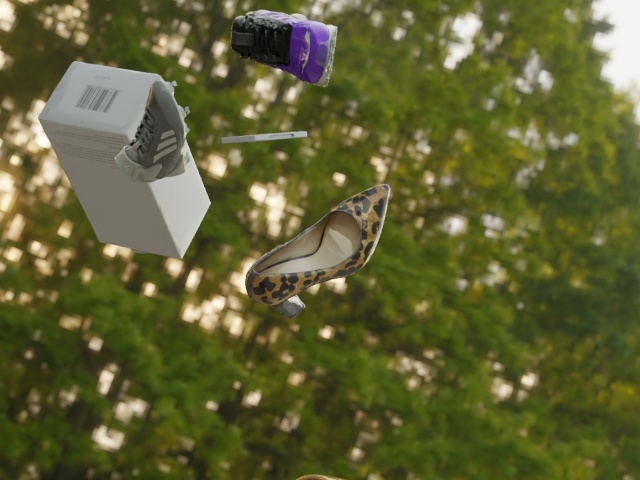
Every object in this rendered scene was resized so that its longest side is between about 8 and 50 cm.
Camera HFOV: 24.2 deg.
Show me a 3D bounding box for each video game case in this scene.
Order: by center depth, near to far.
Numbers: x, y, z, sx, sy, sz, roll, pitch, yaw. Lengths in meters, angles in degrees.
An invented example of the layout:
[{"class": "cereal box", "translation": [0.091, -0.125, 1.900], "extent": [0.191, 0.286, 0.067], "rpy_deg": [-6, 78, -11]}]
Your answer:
[{"class": "video game case", "translation": [-0.096, -0.177, 2.566], "extent": [0.122, 0.011, 0.087], "rpy_deg": [-8, 6, -43]}]

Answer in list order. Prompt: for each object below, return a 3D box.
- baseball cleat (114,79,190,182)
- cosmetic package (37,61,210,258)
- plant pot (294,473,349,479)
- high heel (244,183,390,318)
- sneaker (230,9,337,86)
[{"class": "baseball cleat", "translation": [-0.235, -0.139, 2.084], "extent": [0.072, 0.109, 0.206], "rpy_deg": [58, -15, 29]}, {"class": "cosmetic package", "translation": [-0.358, -0.143, 2.777], "extent": [0.197, 0.155, 0.365], "rpy_deg": [12, -33, 21]}, {"class": "plant pot", "translation": [0.054, 0.422, 1.981], "extent": [0.188, 0.205, 0.205], "rpy_deg": [13, -14, -34]}, {"class": "high heel", "translation": [0.000, 0.000, 2.209], "extent": [0.093, 0.261, 0.186], "rpy_deg": [41, 0, 23]}, {"class": "sneaker", "translation": [-0.073, -0.319, 2.445], "extent": [0.146, 0.102, 0.293], "rpy_deg": [6, 11, -19]}]
